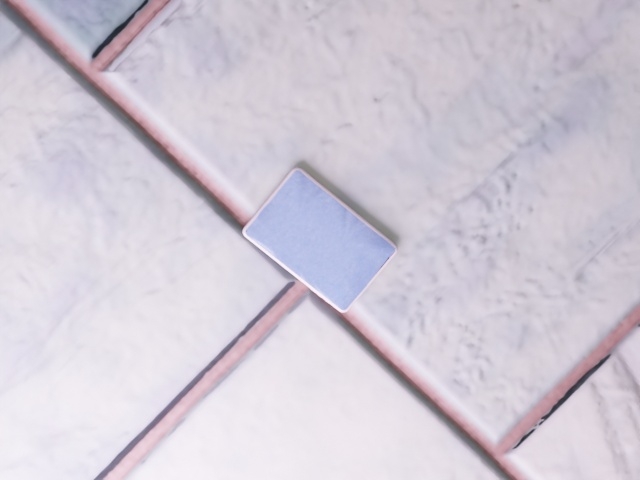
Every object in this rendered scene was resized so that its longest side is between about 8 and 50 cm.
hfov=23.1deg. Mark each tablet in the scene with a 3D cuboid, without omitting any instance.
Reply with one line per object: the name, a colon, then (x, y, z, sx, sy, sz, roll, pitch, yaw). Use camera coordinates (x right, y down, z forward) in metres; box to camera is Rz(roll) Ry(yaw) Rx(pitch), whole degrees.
tablet: (0.000, 0.000, 0.953, 0.083, 0.006, 0.054, 39, 96, -12)
